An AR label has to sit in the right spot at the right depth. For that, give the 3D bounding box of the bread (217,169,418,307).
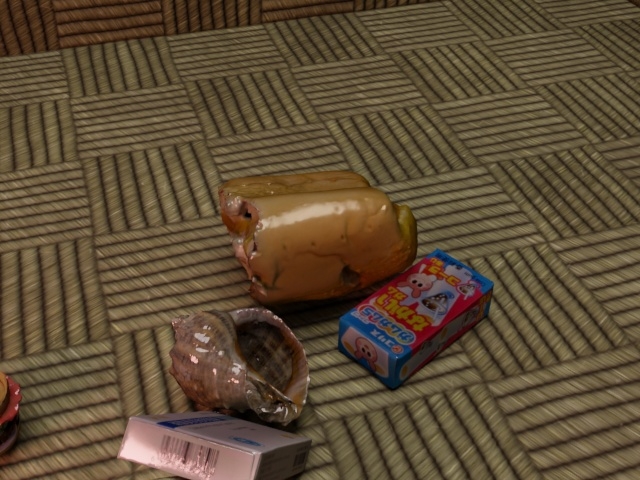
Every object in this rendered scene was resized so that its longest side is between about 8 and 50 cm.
[{"bbox_3d":[0.000,0.000,1.645,0.395,0.250,0.361,-6,16,-14],"label":"bread"}]

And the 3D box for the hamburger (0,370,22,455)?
[{"bbox_3d":[-0.592,0.308,1.367,0.175,0.136,0.175,1,35,0],"label":"hamburger"}]

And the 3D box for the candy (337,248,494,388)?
[{"bbox_3d":[0.192,0.150,1.602,0.306,0.100,0.157,-32,50,-32],"label":"candy"}]

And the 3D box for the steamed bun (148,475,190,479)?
[{"bbox_3d":[-0.234,0.464,1.061,0.310,0.309,0.309,0,40,0],"label":"steamed bun"}]

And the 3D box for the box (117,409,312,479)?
[{"bbox_3d":[-0.146,0.319,1.236,0.200,0.343,0.065,12,82,13],"label":"box"}]

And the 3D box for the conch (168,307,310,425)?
[{"bbox_3d":[-0.156,0.234,1.458,0.291,0.159,0.210,46,35,14],"label":"conch"}]
